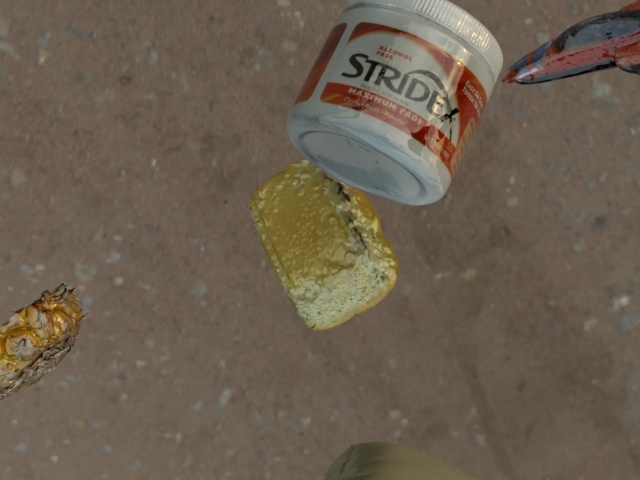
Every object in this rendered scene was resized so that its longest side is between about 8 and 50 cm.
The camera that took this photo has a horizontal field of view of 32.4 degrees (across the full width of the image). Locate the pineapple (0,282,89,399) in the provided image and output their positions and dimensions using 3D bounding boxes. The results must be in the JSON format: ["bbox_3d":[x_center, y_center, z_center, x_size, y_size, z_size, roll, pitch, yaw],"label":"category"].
[{"bbox_3d":[-0.393,0.148,1.458,0.225,0.225,0.076,-43,82,24],"label":"pineapple"}]

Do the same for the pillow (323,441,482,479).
[{"bbox_3d":[0.138,0.262,0.815,0.322,0.255,0.119,30,93,5],"label":"pillow"}]

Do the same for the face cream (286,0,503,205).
[{"bbox_3d":[0.084,-0.164,1.267,0.201,0.201,0.187,32,76,-23],"label":"face cream"}]

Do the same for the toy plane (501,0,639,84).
[{"bbox_3d":[0.156,-0.082,0.421,0.061,0.130,0.189,31,147,-33],"label":"toy plane"}]

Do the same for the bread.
[{"bbox_3d":[0.000,0.000,1.582,0.174,0.245,0.121,-37,151,17],"label":"bread"}]
